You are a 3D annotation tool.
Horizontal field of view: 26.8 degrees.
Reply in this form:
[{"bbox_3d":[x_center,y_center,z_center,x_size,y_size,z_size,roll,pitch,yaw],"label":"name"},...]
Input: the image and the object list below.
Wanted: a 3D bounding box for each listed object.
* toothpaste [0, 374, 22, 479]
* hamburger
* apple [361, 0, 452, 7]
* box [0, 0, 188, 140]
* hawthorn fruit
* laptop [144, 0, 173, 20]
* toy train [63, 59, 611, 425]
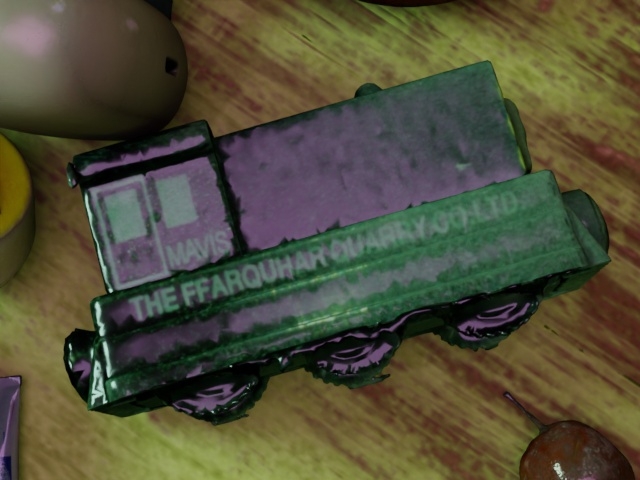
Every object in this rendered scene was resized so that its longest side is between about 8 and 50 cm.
[{"bbox_3d":[-0.203,0.170,0.835,0.045,0.028,0.170,-7,81,8],"label":"toothpaste"},{"bbox_3d":[-0.239,-0.022,0.819,0.126,0.081,0.141,-19,65,-31],"label":"hamburger"},{"bbox_3d":[0.051,-0.239,0.799,0.201,0.162,0.201,1,83,-10],"label":"apple"},{"bbox_3d":[-0.156,-0.106,0.777,0.146,0.200,0.088,7,89,10],"label":"box"},{"bbox_3d":[0.148,0.131,0.821,0.067,0.067,0.103,-27,58,-2],"label":"hawthorn fruit"},{"bbox_3d":[-0.145,-0.198,0.807,0.135,0.197,0.016,20,52,3],"label":"laptop"},{"bbox_3d":[0.000,0.000,0.798,0.330,0.138,0.178,-16,79,-1],"label":"toy train"}]
